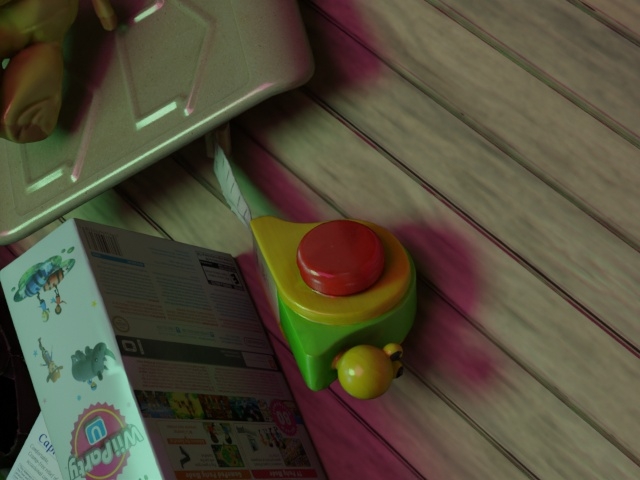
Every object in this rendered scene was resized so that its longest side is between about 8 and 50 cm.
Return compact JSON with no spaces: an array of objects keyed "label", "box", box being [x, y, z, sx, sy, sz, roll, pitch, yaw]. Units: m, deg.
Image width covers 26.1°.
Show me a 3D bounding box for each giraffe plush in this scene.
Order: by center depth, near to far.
[{"label":"giraffe plush","box":[-0.301,-0.202,1.190,0.170,0.181,0.210,27,76,41]}]

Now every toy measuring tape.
[{"label":"toy measuring tape","box":[0.000,0.000,1.138,0.121,0.121,0.330,-46,44,19]}]

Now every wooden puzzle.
[{"label":"wooden puzzle","box":[-0.183,-0.189,1.259,0.348,0.080,0.322,-25,61,18]}]

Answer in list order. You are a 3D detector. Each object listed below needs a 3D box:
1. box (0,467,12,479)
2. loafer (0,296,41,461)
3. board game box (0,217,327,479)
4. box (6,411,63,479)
[{"label":"box","box":[-0.288,0.407,1.280,0.232,0.058,0.322,39,106,31]},{"label":"loafer","box":[-0.311,0.125,1.321,0.080,0.078,0.220,-52,60,16]},{"label":"board game box","box":[-0.110,0.147,1.099,0.097,0.224,0.303,-34,65,23]},{"label":"box","box":[-0.191,0.194,1.203,0.072,0.126,0.137,35,102,33]}]
